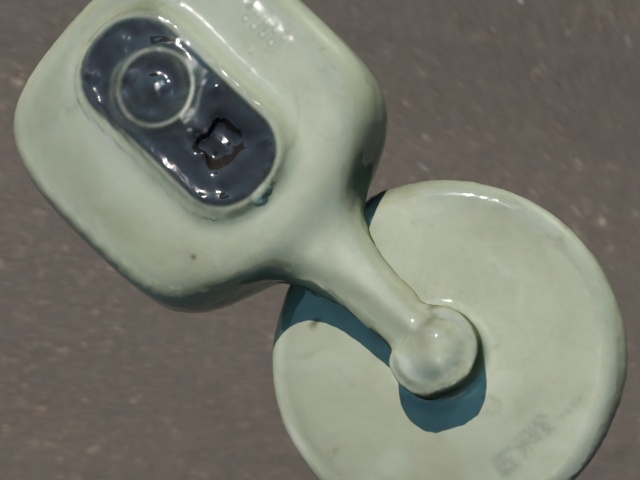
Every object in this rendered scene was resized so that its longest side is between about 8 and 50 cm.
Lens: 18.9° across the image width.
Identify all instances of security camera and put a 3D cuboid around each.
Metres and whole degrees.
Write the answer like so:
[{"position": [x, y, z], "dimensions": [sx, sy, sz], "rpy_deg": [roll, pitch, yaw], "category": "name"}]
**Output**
[{"position": [0.000, 0.000, 0.846], "dimensions": [0.301, 0.080, 0.157], "rpy_deg": [43, 92, 13], "category": "security camera"}]
